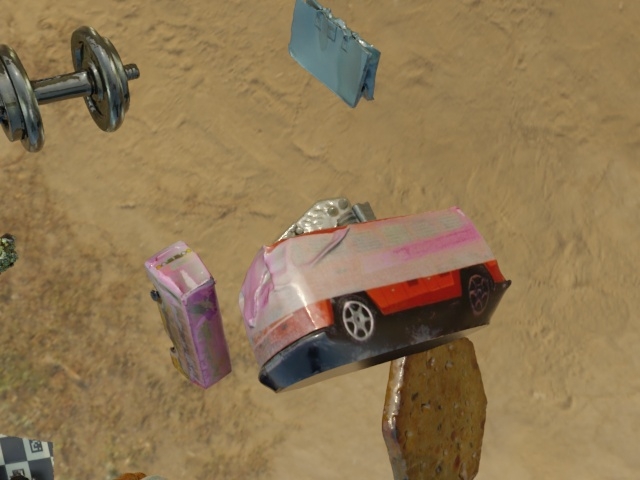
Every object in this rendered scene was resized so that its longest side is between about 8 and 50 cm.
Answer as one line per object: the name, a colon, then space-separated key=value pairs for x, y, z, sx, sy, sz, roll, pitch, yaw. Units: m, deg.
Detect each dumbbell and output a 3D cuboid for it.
dumbbell: x=-0.450 y=-0.261 z=1.542 sx=0.192 sy=0.290 sz=0.192 roll=45 pitch=145 yaw=44

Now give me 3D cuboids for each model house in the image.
model house: x=0.003 y=0.006 z=1.664 sx=0.229 sy=0.188 sz=0.122 roll=-42 pitch=98 yaw=-12

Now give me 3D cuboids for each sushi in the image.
sushi: x=-0.536 y=0.391 z=1.375 sx=0.279 sy=0.043 sz=0.193 roll=3 pitch=95 yaw=18

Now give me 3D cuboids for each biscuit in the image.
biscuit: x=0.212 y=0.321 z=1.637 sx=0.046 sy=0.359 sz=0.359 roll=-4 pitch=117 yaw=35

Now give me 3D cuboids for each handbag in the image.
handbag: x=0.025 y=-0.374 z=1.765 sx=0.221 sy=0.057 sz=0.144 roll=47 pitch=148 yaw=27

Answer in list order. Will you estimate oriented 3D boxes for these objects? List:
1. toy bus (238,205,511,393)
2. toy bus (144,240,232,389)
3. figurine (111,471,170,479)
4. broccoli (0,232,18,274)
toy bus: x=0.054 y=0.058 z=0.941 sx=0.127 sy=0.302 sz=0.147 roll=-42 pitch=64 yaw=47
toy bus: x=-0.220 y=0.133 z=1.538 sx=0.112 sy=0.090 sz=0.274 roll=38 pitch=149 yaw=35
figurine: x=-0.344 y=0.481 z=1.253 sx=0.381 sy=0.224 sz=0.205 roll=-31 pitch=91 yaw=15
broccoli: x=-0.347 y=0.009 z=0.848 sx=0.097 sy=0.092 sz=0.095 roll=-21 pitch=152 yaw=26
